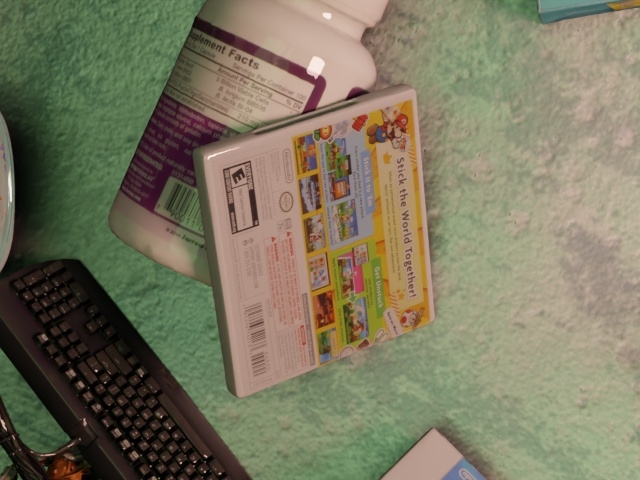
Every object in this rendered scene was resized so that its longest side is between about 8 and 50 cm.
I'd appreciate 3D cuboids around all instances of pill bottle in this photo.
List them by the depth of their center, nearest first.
[{"bbox_3d":[-0.053,-0.114,1.383,0.169,0.169,0.301,26,95,10],"label":"pill bottle"}]

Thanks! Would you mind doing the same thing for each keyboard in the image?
[{"bbox_3d":[-0.200,0.165,1.412,0.317,0.201,0.033,50,138,7],"label":"keyboard"}]

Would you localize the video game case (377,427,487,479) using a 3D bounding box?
[{"bbox_3d":[0.104,0.338,1.349,0.269,0.061,0.244,44,68,9],"label":"video game case"}]

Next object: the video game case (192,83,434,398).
[{"bbox_3d":[0.000,0.000,1.342,0.206,0.026,0.227,-20,118,-26],"label":"video game case"}]

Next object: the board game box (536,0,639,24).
[{"bbox_3d":[0.338,-0.339,1.353,0.336,0.079,0.253,-8,88,10],"label":"board game box"}]

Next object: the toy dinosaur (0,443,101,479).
[{"bbox_3d":[-0.253,0.326,1.386,0.322,0.164,0.218,-48,119,-26],"label":"toy dinosaur"}]

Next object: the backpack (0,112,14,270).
[{"bbox_3d":[-0.393,-0.045,1.428,0.254,0.191,0.225,1,92,29],"label":"backpack"}]
